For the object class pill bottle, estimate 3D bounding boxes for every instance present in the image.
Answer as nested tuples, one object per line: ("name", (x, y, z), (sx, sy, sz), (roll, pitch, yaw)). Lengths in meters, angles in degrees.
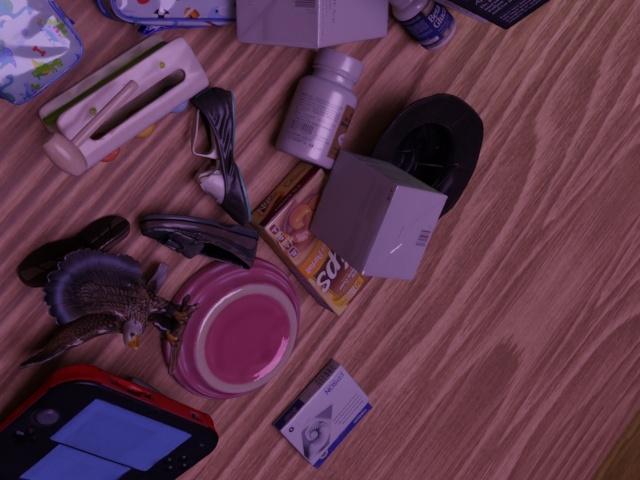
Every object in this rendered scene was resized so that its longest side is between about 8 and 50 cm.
("pill bottle", (0.004, -0.276, 1.609), (0.131, 0.131, 0.229), (18, 95, -38))
("pill bottle", (0.218, -0.506, 1.703), (0.169, 0.094, 0.094), (34, 85, -38))

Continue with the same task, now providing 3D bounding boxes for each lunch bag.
("lunch bag", (-0.506, -0.346, 1.252), (0.176, 0.090, 0.219), (-44, 125, -14))
("lunch bag", (-0.260, -0.491, 1.364), (0.303, 0.115, 0.243), (-10, 114, -33))

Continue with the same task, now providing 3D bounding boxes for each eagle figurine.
("eagle figurine", (-0.385, 0.137, 1.433), (0.298, 0.225, 0.227), (9, 82, -24))

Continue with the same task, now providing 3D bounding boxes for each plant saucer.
("plant saucer", (-0.176, 0.201, 1.678), (0.332, 0.084, 0.333), (-12, 112, -32))

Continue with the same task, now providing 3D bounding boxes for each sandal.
("sandal", (-0.452, 0.028, 1.439), (0.219, 0.090, 0.060), (-36, 145, -28))

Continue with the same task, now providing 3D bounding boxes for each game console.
("game console", (-0.429, 0.404, 1.501), (0.342, 0.060, 0.386), (-42, 129, 16))

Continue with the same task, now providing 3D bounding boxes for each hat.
("hat", (0.217, -0.200, 1.786), (0.331, 0.134, 0.332), (-13, 126, -19))

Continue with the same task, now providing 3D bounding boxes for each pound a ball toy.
("pound a ball toy", (-0.339, -0.218, 1.340), (0.319, 0.208, 0.136), (-40, 124, -18))

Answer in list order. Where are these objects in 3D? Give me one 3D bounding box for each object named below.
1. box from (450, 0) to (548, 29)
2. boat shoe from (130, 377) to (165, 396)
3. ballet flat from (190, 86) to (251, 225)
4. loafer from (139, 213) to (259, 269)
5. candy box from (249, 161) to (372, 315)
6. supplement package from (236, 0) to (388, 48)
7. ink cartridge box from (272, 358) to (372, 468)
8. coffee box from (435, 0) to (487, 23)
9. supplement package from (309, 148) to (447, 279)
("box", (0.235, -0.691, 1.336), (0.471, 0.297, 0.480), (6, 60, -48))
("boat shoe", (-0.329, 0.389, 1.634), (0.088, 0.096, 0.268), (-50, 135, -16))
("ballet flat", (-0.208, -0.161, 1.534), (0.096, 0.095, 0.281), (-13, 103, -21))
("loafer", (-0.236, 0.004, 1.548), (0.267, 0.096, 0.084), (9, 74, -39))
("candy box", (0.000, 0.000, 1.729), (0.183, 0.087, 0.316), (-48, 126, -13))
("supplement package", (-0.006, -0.463, 1.440), (0.293, 0.175, 0.178), (-32, 127, -56))
("ink cartridge box", (0.020, 0.445, 1.924), (0.223, 0.045, 0.224), (-47, 127, -13))
("coffee box", (0.272, -0.602, 1.647), (0.297, 0.119, 0.168), (9, 57, -37))
("supplement package", (0.115, -0.053, 1.590), (0.149, 0.203, 0.194), (9, 111, -38))
